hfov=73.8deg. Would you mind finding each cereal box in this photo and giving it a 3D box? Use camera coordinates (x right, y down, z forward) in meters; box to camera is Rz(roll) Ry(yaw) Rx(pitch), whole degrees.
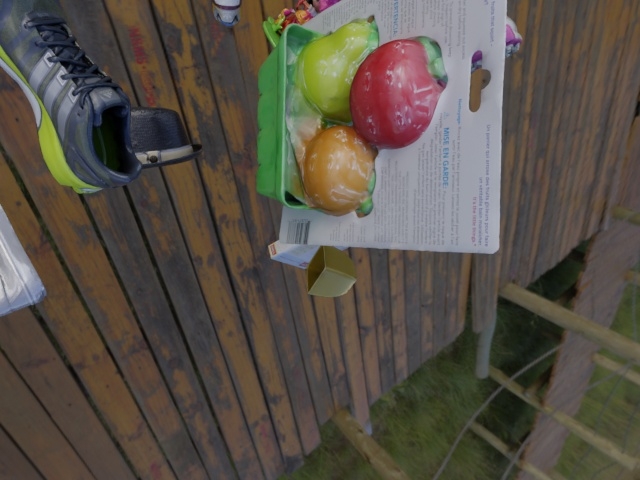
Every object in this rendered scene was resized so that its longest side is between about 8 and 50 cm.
[{"bbox_3d":[0.000,0.000,1.173,0.240,0.048,0.173,-27,155,22],"label":"cereal box"}]

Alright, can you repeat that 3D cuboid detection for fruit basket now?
[{"bbox_3d":[0.064,-0.153,0.536,0.165,0.352,0.328,0,91,-46],"label":"fruit basket"}]

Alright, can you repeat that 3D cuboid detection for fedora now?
[{"bbox_3d":[-0.507,-0.295,1.200,0.333,0.334,0.153,-17,114,-31],"label":"fedora"}]

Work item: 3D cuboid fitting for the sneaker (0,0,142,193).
[{"bbox_3d":[-0.302,-0.197,0.526,0.111,0.121,0.300,-55,143,-46],"label":"sneaker"}]

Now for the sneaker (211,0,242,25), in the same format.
[{"bbox_3d":[-0.187,-0.469,0.838,0.069,0.186,0.084,2,116,-8],"label":"sneaker"}]

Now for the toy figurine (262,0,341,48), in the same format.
[{"bbox_3d":[-0.015,-0.435,0.838,0.159,0.173,0.130,-33,140,21],"label":"toy figurine"}]

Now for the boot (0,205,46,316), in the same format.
[{"bbox_3d":[-0.559,0.009,0.679,0.123,0.258,0.095,-28,167,-36],"label":"boot"}]

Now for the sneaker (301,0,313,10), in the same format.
[{"bbox_3d":[-0.037,-0.839,1.529,0.084,0.152,0.058,-25,110,-44],"label":"sneaker"}]

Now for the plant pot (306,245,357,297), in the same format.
[{"bbox_3d":[0.026,0.067,0.865,0.083,0.082,0.081,19,126,-19],"label":"plant pot"}]

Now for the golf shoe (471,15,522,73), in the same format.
[{"bbox_3d":[0.254,-0.356,0.718,0.115,0.306,0.140,-19,105,20],"label":"golf shoe"}]
